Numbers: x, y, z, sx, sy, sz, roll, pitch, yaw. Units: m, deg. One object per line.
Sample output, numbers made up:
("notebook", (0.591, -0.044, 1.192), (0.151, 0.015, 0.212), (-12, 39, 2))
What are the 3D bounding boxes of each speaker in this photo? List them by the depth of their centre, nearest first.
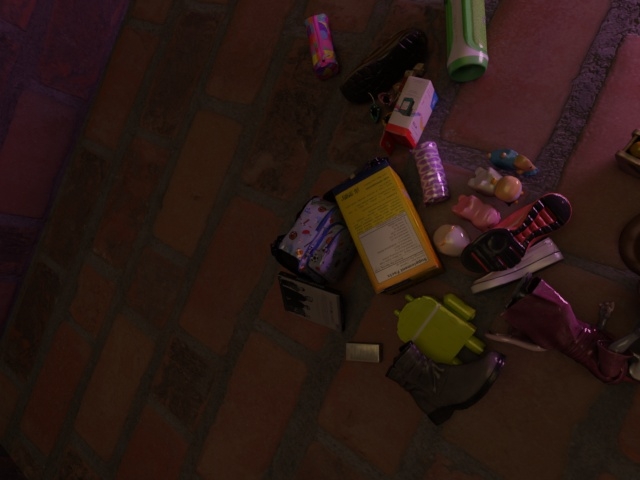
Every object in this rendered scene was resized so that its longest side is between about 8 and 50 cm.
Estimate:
("speaker", (0.453, -0.661, 1.275), (0.131, 0.131, 0.296), (-4, 82, 26))

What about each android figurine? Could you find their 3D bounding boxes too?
("android figurine", (0.346, 0.274, 1.227), (0.273, 0.056, 0.248), (36, 107, 23))

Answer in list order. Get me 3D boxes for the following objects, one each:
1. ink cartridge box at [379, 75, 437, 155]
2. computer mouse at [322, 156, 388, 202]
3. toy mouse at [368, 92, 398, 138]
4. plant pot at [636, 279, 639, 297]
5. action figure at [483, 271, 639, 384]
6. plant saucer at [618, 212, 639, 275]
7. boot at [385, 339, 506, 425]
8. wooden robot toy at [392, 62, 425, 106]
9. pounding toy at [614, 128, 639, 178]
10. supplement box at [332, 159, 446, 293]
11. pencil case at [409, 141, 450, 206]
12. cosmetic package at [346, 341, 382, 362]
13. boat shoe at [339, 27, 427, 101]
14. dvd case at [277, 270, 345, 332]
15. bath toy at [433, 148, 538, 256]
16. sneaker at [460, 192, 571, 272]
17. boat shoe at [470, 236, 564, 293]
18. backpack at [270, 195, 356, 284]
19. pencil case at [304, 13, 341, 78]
("ink cartridge box", (0.285, -0.387, 1.316), (0.078, 0.134, 0.231), (26, 95, 26))
("computer mouse", (0.114, -0.188, 1.355), (0.262, 0.184, 0.060), (-31, 89, 18))
("toy mouse", (0.213, -0.456, 1.390), (0.143, 0.031, 0.161), (55, 144, 20))
("plant pot", (0.792, 0.192, 0.940), (0.032, 0.236, 0.236), (-28, 71, 35))
("action figure", (0.628, 0.251, 1.000), (0.370, 0.248, 0.275), (41, 102, 28))
("plant saucer", (0.855, 0.014, 1.001), (0.199, 0.036, 0.198), (8, 107, 29))
("boot", (0.324, 0.359, 1.133), (0.223, 0.118, 0.338), (43, 127, 16))
("wooden robot toy", (0.277, -0.525, 1.379), (0.079, 0.076, 0.173), (32, 97, 37))
("pounding toy", (0.853, -0.144, 0.995), (0.269, 0.154, 0.154), (39, 100, 25))
("supplement box", (0.215, -0.031, 1.268), (0.194, 0.195, 0.356), (-27, 72, 19))
("pencil case", (0.347, -0.209, 1.294), (0.088, 0.086, 0.206), (-23, 71, 46))
("cosmetic package", (0.143, 0.365, 1.336), (0.115, 0.041, 0.060), (-2, 83, 26))
("boat shoe", (0.211, -0.605, 1.405), (0.324, 0.122, 0.119), (-30, 40, 19))
("dvd case", (-0.031, 0.208, 1.388), (0.239, 0.029, 0.179), (15, 132, 26))
("bath toy", (0.478, -0.090, 1.194), (0.129, 0.151, 0.348), (32, 98, -17))
("sneaker", (0.531, -0.007, 1.131), (0.314, 0.136, 0.116), (-33, 84, 4))
("boat shoe", (0.543, 0.074, 1.161), (0.258, 0.095, 0.084), (-25, 68, 10))
("backpack", (0.000, 0.000, 1.342), (0.213, 0.276, 0.263), (19, 78, 21))
("pencil case", (0.005, -0.724, 1.520), (0.105, 0.104, 0.236), (-19, 74, 23))
